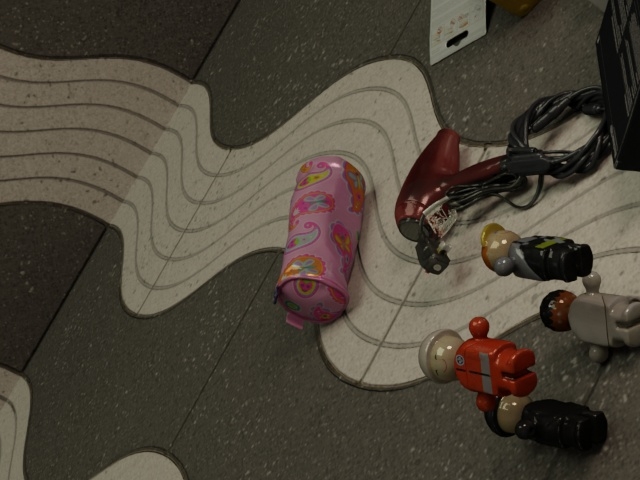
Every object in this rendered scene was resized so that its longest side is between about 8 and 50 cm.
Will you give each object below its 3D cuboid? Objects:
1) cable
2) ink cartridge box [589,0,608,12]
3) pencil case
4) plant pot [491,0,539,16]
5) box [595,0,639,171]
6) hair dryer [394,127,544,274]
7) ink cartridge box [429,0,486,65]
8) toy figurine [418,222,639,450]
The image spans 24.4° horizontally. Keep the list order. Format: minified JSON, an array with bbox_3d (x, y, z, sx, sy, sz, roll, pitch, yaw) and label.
[{"bbox_3d":[0.327,-0.144,1.946,0.184,0.047,0.150,-7,41,46],"label":"cable"},{"bbox_3d":[0.431,-0.423,2.068,0.175,0.072,0.127,-40,29,33],"label":"ink cartridge box"},{"bbox_3d":[0.000,0.000,2.311,0.124,0.124,0.284,-36,32,39],"label":"pencil case"},{"bbox_3d":[0.275,-0.470,2.262,0.212,0.212,0.187,-46,50,23],"label":"plant pot"},{"bbox_3d":[0.401,-0.228,1.744,0.261,0.103,0.184,-85,5,-48],"label":"box"},{"bbox_3d":[0.205,-0.073,2.096,0.224,0.080,0.293,-36,32,7],"label":"hair dryer"},{"bbox_3d":[0.243,-0.389,2.459,0.145,0.045,0.179,-26,56,49],"label":"ink cartridge box"},{"bbox_3d":[0.230,0.106,1.603,0.148,0.213,0.209,8,66,50],"label":"toy figurine"}]
